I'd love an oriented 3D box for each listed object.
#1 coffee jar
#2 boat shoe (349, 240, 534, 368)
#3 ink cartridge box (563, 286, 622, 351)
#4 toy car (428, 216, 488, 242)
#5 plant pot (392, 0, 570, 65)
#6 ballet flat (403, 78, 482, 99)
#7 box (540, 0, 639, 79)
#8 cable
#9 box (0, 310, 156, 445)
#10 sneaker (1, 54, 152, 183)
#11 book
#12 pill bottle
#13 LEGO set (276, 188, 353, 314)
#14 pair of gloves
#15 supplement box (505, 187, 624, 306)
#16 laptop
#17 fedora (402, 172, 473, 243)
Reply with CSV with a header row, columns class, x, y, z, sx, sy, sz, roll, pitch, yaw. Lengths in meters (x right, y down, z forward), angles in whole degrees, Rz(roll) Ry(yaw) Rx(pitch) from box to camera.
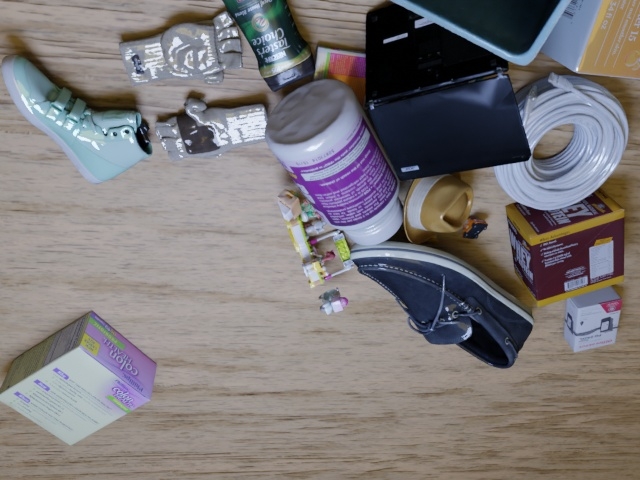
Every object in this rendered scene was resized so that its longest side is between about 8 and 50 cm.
class,x,y,z,sx,sy,sz,roll,pitch,yaw
coffee jar,-0.080,-0.341,0.910,0.096,0.079,0.184,-22,124,12
boat shoe,0.267,0.140,1.199,0.500,0.156,0.186,29,159,-27
ink cartridge box,0.665,0.193,1.372,0.109,0.063,0.151,-13,124,1
toy car,0.289,-0.030,1.188,0.122,0.041,0.060,-3,145,-9
plant pot,0.246,-0.437,0.714,0.247,0.252,0.248,29,151,5
ballet flat,0.246,-0.326,0.942,0.147,0.147,0.409,23,116,-21
box,0.570,-0.386,0.915,0.345,0.168,0.215,2,123,-9
cable,0.453,-0.186,1.081,0.257,0.089,0.257,12,121,-16
box,-0.538,0.313,1.257,0.243,0.117,0.213,-31,122,13
sneaker,-0.391,-0.221,0.937,0.151,0.094,0.256,-20,133,13
book,0.057,-0.286,0.995,0.144,0.035,0.096,6,119,-12
pill bottle,0.042,-0.123,1.003,0.169,0.169,0.301,-28,135,11
LEGO set,0.000,0.000,1.127,0.107,0.132,0.287,-22,117,-4
pair of gloves,-0.209,-0.255,0.973,0.204,0.042,0.240,-15,122,6
supplement box,0.518,0.006,1.190,0.191,0.129,0.194,-18,124,5
laptop,0.204,-0.256,0.912,0.234,0.265,0.136,-6,167,33
fedora,0.239,-0.070,1.081,0.194,0.079,0.194,-25,127,-39
